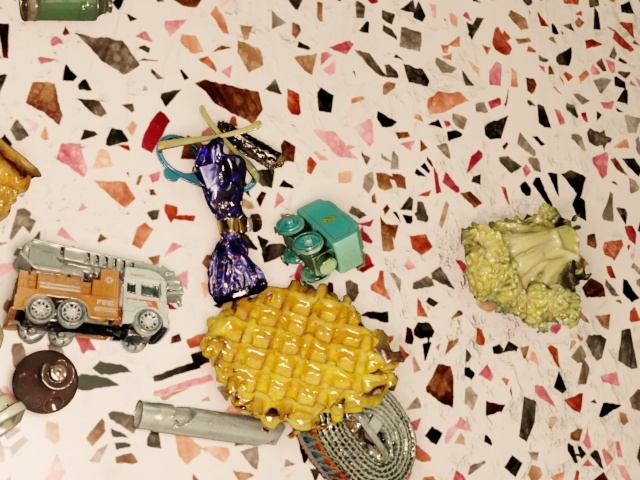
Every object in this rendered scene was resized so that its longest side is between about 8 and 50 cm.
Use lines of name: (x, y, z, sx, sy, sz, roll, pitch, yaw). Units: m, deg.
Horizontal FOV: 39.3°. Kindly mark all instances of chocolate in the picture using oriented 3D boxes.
chocolate: (-0.191, -0.046, 1.880, 0.148, 0.126, 0.343, -8, 91, -27)

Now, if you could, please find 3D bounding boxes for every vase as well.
vase: (-0.496, 0.253, 1.640, 0.120, 0.183, 0.120, 8, 71, -24)

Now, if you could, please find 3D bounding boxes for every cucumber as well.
cucumber: (-0.158, -0.215, 2.023, 0.181, 0.053, 0.053, 32, 64, -13)

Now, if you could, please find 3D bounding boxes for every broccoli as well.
broccoli: (0.513, 0.031, 2.159, 0.348, 0.281, 0.293, 32, 65, -16)

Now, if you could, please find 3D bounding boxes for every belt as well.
belt: (0.073, 0.398, 1.901, 0.207, 0.160, 0.295, -33, 92, -30)

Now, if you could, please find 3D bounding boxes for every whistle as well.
whistle: (-0.222, 0.374, 1.816, 0.312, 0.062, 0.062, 14, 70, -23)

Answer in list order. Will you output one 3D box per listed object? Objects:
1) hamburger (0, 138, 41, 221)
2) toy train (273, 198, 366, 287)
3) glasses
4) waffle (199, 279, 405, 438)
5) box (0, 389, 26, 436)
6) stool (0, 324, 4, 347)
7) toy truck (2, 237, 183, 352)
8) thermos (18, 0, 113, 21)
hamburger: (-0.652, -0.134, 1.656, 0.244, 0.244, 0.163, 37, 84, -13)
toy train: (0.000, 0.000, 1.960, 0.163, 0.203, 0.112, -27, 130, -17)
glasses: (-0.218, -0.209, 1.938, 0.239, 0.207, 0.102, 20, 31, -23)
waffle: (-0.047, 0.233, 1.831, 0.380, 0.095, 0.382, -14, 42, -29)
box: (-0.696, 0.319, 1.540, 0.312, 0.175, 0.182, -35, 83, -30)
stool: (-0.732, 0.102, 1.473, 0.310, 0.226, 0.310, -32, 51, -31)
toy truck: (-0.430, 0.107, 1.749, 0.338, 0.133, 0.184, 9, 63, -22)
thermos: (-0.538, -0.500, 1.903, 0.188, 0.083, 0.073, -7, 101, -30)
